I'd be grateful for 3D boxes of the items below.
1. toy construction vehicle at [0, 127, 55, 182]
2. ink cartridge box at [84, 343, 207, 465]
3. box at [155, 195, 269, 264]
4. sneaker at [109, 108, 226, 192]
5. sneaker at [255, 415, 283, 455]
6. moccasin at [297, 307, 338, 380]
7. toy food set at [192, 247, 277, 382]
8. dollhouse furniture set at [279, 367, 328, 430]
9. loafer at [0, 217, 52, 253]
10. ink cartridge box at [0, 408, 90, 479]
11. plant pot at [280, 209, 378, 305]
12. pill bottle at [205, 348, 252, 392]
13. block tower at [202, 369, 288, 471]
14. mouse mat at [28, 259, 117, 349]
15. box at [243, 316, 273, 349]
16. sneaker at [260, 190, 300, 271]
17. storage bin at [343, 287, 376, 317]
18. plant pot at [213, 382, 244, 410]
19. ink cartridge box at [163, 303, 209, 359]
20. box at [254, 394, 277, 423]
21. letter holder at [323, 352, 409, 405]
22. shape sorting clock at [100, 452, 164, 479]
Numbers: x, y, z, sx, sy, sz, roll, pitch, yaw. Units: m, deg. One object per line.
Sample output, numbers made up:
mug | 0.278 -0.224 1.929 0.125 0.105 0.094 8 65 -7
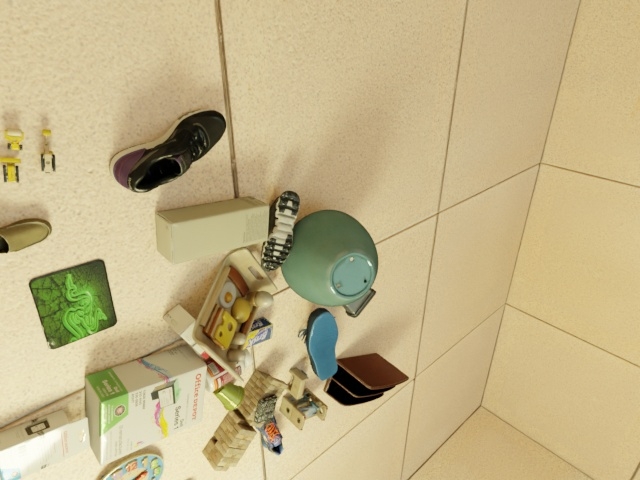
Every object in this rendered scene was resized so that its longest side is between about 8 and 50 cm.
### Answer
toy construction vehicle | -0.542 -0.158 0.828 0.086 0.035 0.098 -5 113 -32
ink cartridge box | -0.451 0.419 1.171 0.278 0.117 0.201 -10 118 -43
box | -0.267 -0.033 1.131 0.275 0.094 0.113 -14 120 -41
sneaker | -0.304 -0.187 0.983 0.283 0.124 0.107 -40 136 -24
sneaker | -0.176 0.706 1.637 0.083 0.087 0.221 -36 133 -28
moccasin | -0.018 0.365 1.600 0.138 0.117 0.341 -18 129 -25
toy food set | -0.218 0.205 1.237 0.219 0.093 0.305 62 35 -45
dollhouse furniture set | -0.049 0.579 1.667 0.129 0.129 0.183 -2 113 -46
loafer | -0.588 -0.001 0.848 0.148 0.050 0.056 -23 126 -36
ink cartridge box | -0.646 0.470 1.041 0.180 0.060 0.104 -12 119 -42
plant pot | 0.051 0.072 1.279 0.291 0.195 0.289 -6 107 -20
pill bottle | -0.285 0.384 1.348 0.152 0.086 0.086 -23 126 -36
block tower | -0.252 0.595 1.496 0.335 0.097 0.091 -55 139 -5
mouse mat | -0.548 0.144 1.005 0.153 0.007 0.189 -22 126 -37
box | -0.229 0.294 1.381 0.169 0.054 0.059 -13 120 -42
sneaker | -0.122 -0.027 1.270 0.078 0.106 0.234 15 89 -23
storage bin | 0.125 0.206 1.682 0.135 0.098 0.091 -48 110 -15
plant pot | -0.295 0.477 1.403 0.083 0.083 0.079 -49 126 -15
ink cartridge box | -0.345 0.244 1.198 0.056 0.099 0.135 -45 137 -19
box | -0.178 0.551 1.460 0.067 0.018 0.083 -5 114 -43
letter holder | 0.203 0.605 1.877 0.302 0.215 0.151 8 105 -48
shape sorting clock | -0.548 0.702 1.285 0.206 0.040 0.206 -23 126 -36
